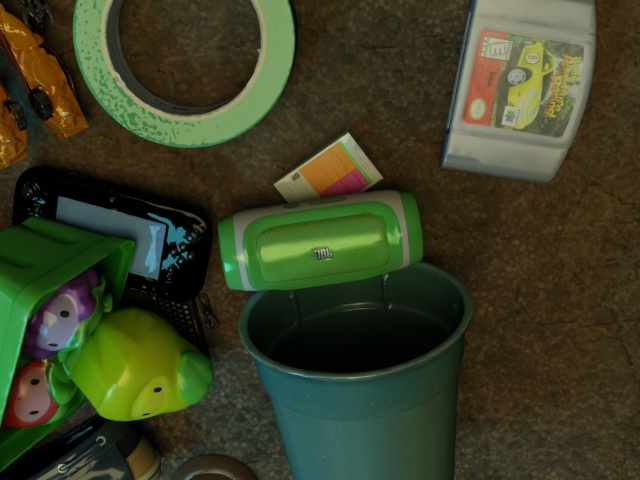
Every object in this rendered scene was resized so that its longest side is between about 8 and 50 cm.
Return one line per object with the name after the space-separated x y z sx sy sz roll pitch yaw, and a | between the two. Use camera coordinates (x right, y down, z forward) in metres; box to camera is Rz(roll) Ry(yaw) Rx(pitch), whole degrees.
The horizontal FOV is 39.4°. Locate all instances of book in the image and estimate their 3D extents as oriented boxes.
0.013 -0.094 1.394 0.144 0.035 0.096 -34 107 12 | book

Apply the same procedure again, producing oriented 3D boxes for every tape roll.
-0.195 -0.299 1.310 0.321 0.077 0.321 0 108 1 | tape roll

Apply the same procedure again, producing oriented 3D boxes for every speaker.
0.000 0.000 1.354 0.297 0.131 0.131 -8 108 -1 | speaker

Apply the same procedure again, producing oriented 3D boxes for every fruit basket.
-0.364 0.182 1.357 0.392 0.283 0.392 10 114 22 | fruit basket

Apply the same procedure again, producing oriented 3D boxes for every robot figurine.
-0.473 -0.262 1.295 0.211 0.085 0.291 -32 103 -29 | robot figurine

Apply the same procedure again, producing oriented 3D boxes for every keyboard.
-0.227 0.126 1.476 0.108 0.023 0.180 -10 108 4 | keyboard

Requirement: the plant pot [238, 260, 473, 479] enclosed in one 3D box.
0.069 0.246 1.363 0.341 0.341 0.334 -6 115 3 | plant pot

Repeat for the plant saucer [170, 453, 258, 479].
-0.188 0.458 1.580 0.169 0.029 0.168 0 107 1 | plant saucer

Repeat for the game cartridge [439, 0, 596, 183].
0.300 -0.236 1.331 0.196 0.060 0.294 7 108 -5 | game cartridge

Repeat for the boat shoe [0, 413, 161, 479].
-0.520 0.416 1.499 0.500 0.187 0.156 -21 105 1 | boat shoe

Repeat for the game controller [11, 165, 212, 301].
-0.328 -0.008 1.401 0.319 0.067 0.166 15 107 3 | game controller
